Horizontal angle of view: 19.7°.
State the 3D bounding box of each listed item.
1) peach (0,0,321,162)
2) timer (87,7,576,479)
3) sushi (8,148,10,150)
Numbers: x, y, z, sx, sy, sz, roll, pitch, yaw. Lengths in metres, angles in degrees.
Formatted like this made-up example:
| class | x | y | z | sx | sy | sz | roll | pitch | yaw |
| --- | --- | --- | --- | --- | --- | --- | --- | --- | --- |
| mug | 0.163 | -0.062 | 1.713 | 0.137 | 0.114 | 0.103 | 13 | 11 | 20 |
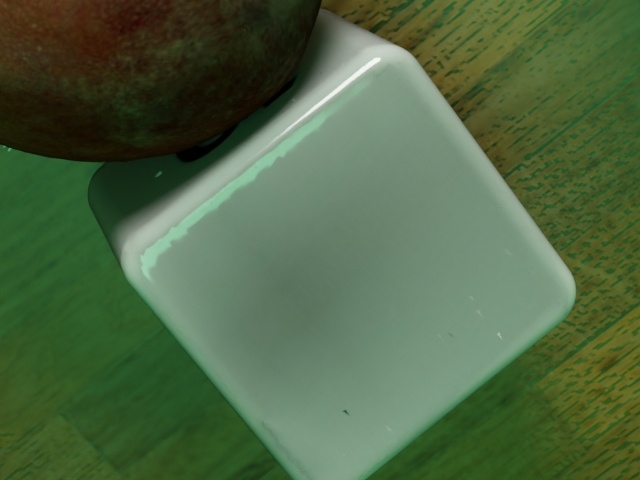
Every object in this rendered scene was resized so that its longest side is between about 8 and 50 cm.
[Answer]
| class | x | y | z | sx | sy | sz | roll | pitch | yaw |
| --- | --- | --- | --- | --- | --- | --- | --- | --- | --- |
| peach | -0.110 | -0.162 | 0.962 | 0.252 | 0.252 | 0.252 | -1 | 108 | -2 |
| timer | 0.000 | 0.000 | 1.067 | 0.192 | 0.195 | 0.194 | -38 | 108 | -2 |
| sushi | -0.186 | -0.189 | 1.094 | 0.193 | 0.040 | 0.210 | 39 | 92 | -12 |
